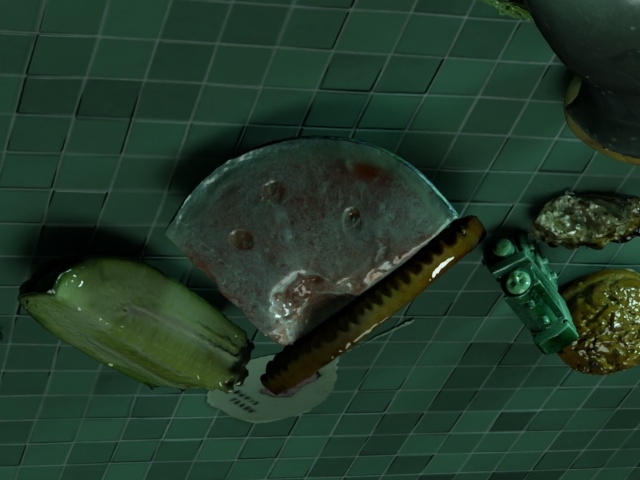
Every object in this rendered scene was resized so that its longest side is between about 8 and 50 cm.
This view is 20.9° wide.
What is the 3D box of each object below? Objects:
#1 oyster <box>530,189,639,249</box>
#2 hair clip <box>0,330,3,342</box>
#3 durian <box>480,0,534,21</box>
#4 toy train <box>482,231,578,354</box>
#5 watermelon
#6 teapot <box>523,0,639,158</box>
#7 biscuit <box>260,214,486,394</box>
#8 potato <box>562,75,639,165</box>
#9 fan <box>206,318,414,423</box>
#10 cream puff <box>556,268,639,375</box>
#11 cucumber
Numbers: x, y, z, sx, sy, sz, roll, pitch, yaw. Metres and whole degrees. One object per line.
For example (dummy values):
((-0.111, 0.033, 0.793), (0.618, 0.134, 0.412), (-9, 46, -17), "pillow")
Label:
((0.328, -0.017, 2.118), (0.177, 0.056, 0.105), (14, 146, -41), "oyster")
((-0.435, 0.058, 1.982), (0.083, 0.048, 0.275), (-17, 151, 3), "hair clip")
((0.177, -0.244, 1.686), (0.086, 0.100, 0.215), (-35, 149, 31), "durian")
((0.260, 0.061, 2.155), (0.071, 0.111, 0.170), (-27, 144, 13), "toy train")
((0.000, 0.000, 1.899), (0.318, 0.226, 0.148), (-3, -179, 11), "watermelon")
((0.340, -0.229, 1.643), (0.305, 0.223, 0.285), (-37, 135, -17), "teapot")
((0.060, 0.072, 2.004), (0.318, 0.040, 0.318), (-38, 180, 0), "biscuit")
((0.348, -0.137, 1.868), (0.178, 0.109, 0.118), (13, 173, 26), "potato")
((-0.005, 0.171, 2.315), (0.310, 0.010, 0.182), (-28, 143, 22), "fan")
((0.373, 0.114, 2.265), (0.150, 0.115, 0.165), (-2, 146, -9), "cream puff")
((-0.229, 0.084, 2.035), (0.145, 0.105, 0.325), (-3, 157, 37), "cucumber")
